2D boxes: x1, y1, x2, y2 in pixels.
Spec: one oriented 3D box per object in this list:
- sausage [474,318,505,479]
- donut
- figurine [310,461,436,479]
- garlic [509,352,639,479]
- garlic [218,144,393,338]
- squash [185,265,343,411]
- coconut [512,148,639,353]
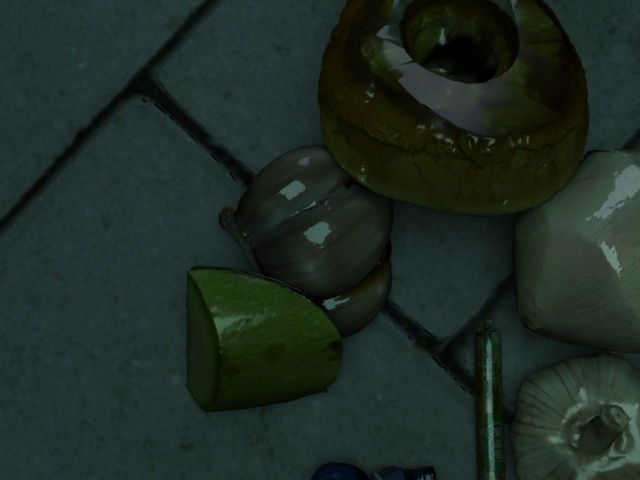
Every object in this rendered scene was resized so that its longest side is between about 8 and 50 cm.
[{"bbox_3d":[0.196,0.225,1.379,0.032,0.033,0.269,-1,84,1],"label":"sausage"},{"bbox_3d":[0.141,-0.180,1.303,0.330,0.160,0.330,-3,51,4],"label":"donut"},{"bbox_3d":[0.060,0.291,1.355,0.149,0.087,0.086,-8,46,0],"label":"figurine"},{"bbox_3d":[0.310,0.212,1.284,0.199,0.226,0.199,0,78,2],"label":"garlic"},{"bbox_3d":[0.000,0.000,1.346,0.191,0.160,0.214,-29,81,3],"label":"garlic"},{"bbox_3d":[-0.072,0.133,1.318,0.184,0.085,0.192,9,125,8],"label":"squash"},{"bbox_3d":[0.315,0.020,1.317,0.224,0.224,0.234,40,86,5],"label":"coconut"}]
